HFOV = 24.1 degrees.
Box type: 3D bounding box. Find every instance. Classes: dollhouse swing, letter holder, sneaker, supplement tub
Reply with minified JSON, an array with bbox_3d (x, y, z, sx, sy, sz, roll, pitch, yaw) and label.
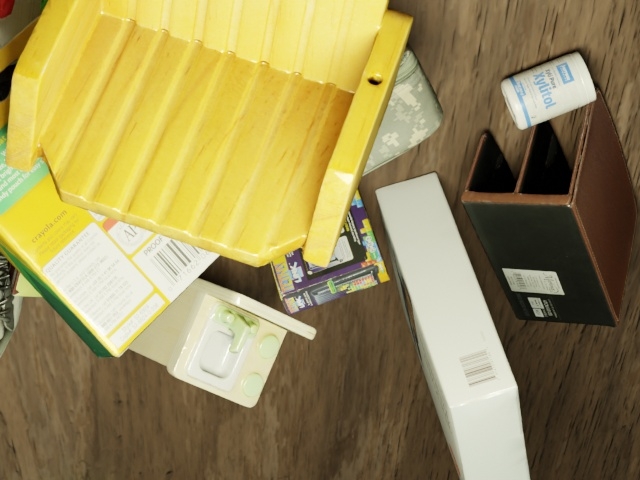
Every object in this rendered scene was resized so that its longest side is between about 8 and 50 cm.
[{"bbox_3d":[-0.100,-0.203,1.433,0.347,0.315,0.305,19,153,3],"label":"dollhouse swing"},{"bbox_3d":[0.327,-0.052,2.061,0.152,0.214,0.302,3,148,26],"label":"letter holder"},{"bbox_3d":[-0.418,0.059,1.929,0.100,0.108,0.271,2,135,-19],"label":"sneaker"},{"bbox_3d":[0.293,-0.193,1.930,0.107,0.071,0.071,-22,139,5],"label":"supplement tub"}]

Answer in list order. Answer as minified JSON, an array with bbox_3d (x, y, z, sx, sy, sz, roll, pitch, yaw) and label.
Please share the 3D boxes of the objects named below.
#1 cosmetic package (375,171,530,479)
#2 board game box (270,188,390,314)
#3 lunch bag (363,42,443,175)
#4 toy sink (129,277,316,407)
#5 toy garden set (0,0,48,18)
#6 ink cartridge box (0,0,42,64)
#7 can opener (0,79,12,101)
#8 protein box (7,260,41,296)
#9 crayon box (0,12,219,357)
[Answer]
[{"bbox_3d":[0.180,0.141,2.025,0.097,0.377,0.284,-18,139,1],"label":"cosmetic package"},{"bbox_3d":[0.000,0.000,1.963,0.141,0.170,0.048,-20,141,4],"label":"board game box"},{"bbox_3d":[-0.049,-0.191,1.707,0.305,0.212,0.256,-28,121,4],"label":"lunch bag"},{"bbox_3d":[-0.146,0.130,1.988,0.153,0.234,0.131,27,83,-41],"label":"toy sink"},{"bbox_3d":[-0.283,-0.338,1.538,0.204,0.049,0.244,-19,141,-28],"label":"toy garden set"},{"bbox_3d":[-0.364,-0.261,1.633,0.235,0.056,0.171,-23,147,-33],"label":"ink cartridge box"},{"bbox_3d":[-0.285,-0.188,1.741,0.186,0.059,0.073,-15,97,-13],"label":"can opener"},{"bbox_3d":[-0.269,-0.049,1.786,0.200,0.201,0.136,3,136,-23],"label":"protein box"},{"bbox_3d":[-0.266,-0.057,1.620,0.203,0.083,0.323,-45,103,-20],"label":"crayon box"}]
